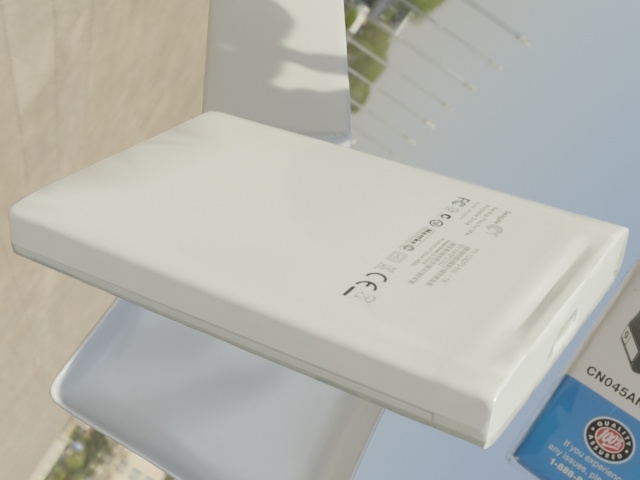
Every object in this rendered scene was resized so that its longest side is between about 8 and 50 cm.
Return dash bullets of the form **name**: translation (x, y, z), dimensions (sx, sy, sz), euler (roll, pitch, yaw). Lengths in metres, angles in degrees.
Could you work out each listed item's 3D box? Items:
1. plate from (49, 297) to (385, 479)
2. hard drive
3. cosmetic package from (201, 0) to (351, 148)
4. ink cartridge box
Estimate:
- **plate**: translation (-0.069, 0.117, 0.918), dimensions (0.278, 0.277, 0.045), euler (-60, -171, -34)
- **hard drive**: translation (0.000, 0.000, 0.578), dimensions (0.203, 0.307, 0.040), euler (-36, 136, -48)
- **cosmetic package**: translation (-0.056, -0.214, 1.210), dimensions (0.230, 0.161, 0.453), euler (95, -6, -51)
- **ink cartridge box**: translation (0.403, 0.126, 0.921), dimensions (0.395, 0.285, 0.166), euler (-55, 165, -6)
